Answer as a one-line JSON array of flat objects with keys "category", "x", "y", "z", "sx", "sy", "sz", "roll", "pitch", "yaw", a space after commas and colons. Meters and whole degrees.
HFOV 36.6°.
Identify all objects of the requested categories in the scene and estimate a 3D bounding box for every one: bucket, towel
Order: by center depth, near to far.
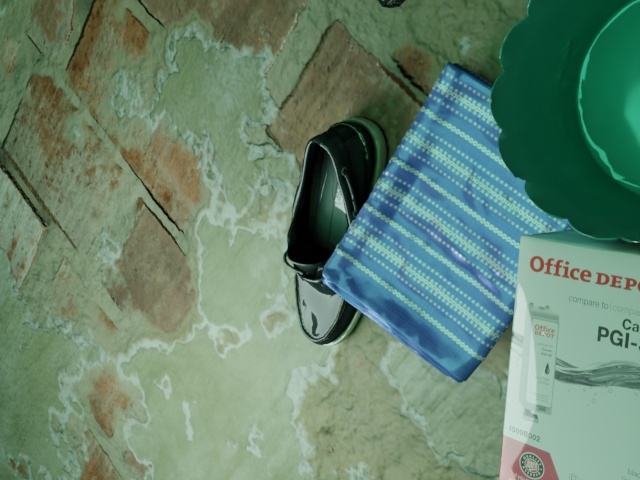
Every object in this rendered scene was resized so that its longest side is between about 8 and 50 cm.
[{"category": "bucket", "x": 0.326, "y": -0.144, "z": 0.956, "sx": 0.281, "sy": 0.183, "sz": 0.281, "roll": 6, "pitch": 100, "yaw": 37}, {"category": "towel", "x": 0.165, "y": -0.017, "z": 1.183, "sx": 0.243, "sy": 0.040, "sz": 0.336, "roll": 38, "pitch": 113, "yaw": 17}]

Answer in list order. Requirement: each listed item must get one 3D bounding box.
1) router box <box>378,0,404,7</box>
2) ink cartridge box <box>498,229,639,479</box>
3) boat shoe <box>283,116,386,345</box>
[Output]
[{"category": "router box", "x": 0.101, "y": -0.365, "z": 1.205, "sx": 0.122, "sy": 0.038, "sz": 0.092, "roll": -42, "pitch": 72, "yaw": 39}, {"category": "ink cartridge box", "x": 0.298, "y": 0.139, "z": 0.969, "sx": 0.207, "sy": 0.117, "sz": 0.283, "roll": 12, "pitch": 101, "yaw": 52}, {"category": "boat shoe", "x": 0.003, "y": 0.001, "z": 1.329, "sx": 0.127, "sy": 0.113, "sz": 0.340, "roll": 30, "pitch": 119, "yaw": 31}]
